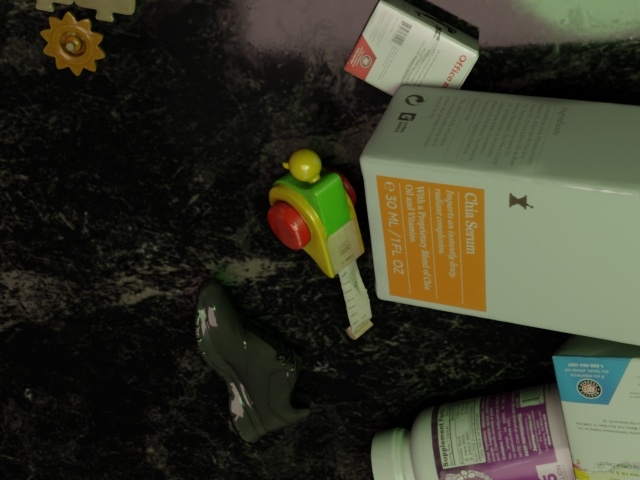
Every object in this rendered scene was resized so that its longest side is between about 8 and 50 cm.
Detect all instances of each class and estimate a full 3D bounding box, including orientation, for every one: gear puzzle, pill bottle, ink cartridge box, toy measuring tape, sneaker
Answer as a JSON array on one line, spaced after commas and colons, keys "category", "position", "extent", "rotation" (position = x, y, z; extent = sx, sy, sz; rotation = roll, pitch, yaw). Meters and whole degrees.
[{"category": "gear puzzle", "position": [-0.296, -0.365, 1.117], "extent": [0.176, 0.044, 0.338], "rotation": [10, 122, 3]}, {"category": "pill bottle", "position": [0.234, 0.313, 1.305], "extent": [0.302, 0.169, 0.169], "rotation": [-15, 114, 18]}, {"category": "ink cartridge box", "position": [0.444, 0.237, 1.147], "extent": [0.198, 0.197, 0.270], "rotation": [-3, 106, 39]}, {"category": "toy measuring tape", "position": [0.000, 0.000, 1.233], "extent": [0.121, 0.121, 0.330], "rotation": [-4, 135, 12]}, {"category": "ink cartridge box", "position": [0.113, -0.227, 1.102], "extent": [0.135, 0.056, 0.099], "rotation": [27, 120, -5]}, {"category": "sneaker", "position": [-0.099, 0.168, 1.340], "extent": [0.130, 0.109, 0.286], "rotation": [-17, 121, 8]}]

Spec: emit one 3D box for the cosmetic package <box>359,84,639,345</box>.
[{"category": "cosmetic package", "position": [0.289, -0.024, 1.028], "extent": [0.453, 0.161, 0.230], "rotation": [8, 134, 21]}]
